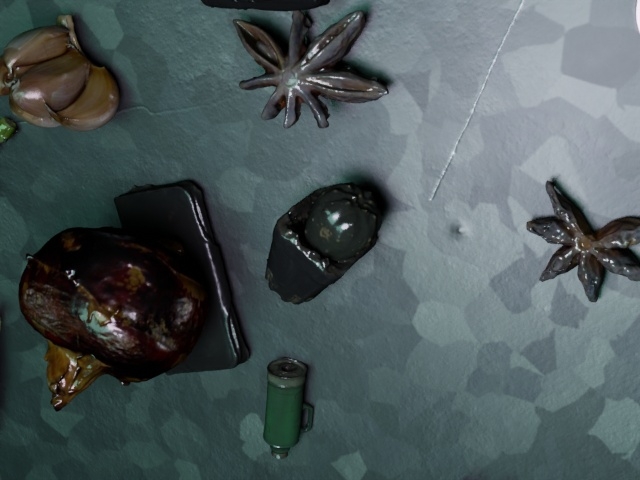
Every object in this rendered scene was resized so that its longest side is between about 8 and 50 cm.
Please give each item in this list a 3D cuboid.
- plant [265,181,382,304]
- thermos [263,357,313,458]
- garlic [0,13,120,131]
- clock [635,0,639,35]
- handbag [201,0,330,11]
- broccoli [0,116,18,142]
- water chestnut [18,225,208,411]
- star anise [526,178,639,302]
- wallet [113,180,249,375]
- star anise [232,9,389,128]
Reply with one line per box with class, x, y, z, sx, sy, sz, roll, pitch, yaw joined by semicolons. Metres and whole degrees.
plant;0.000;0.000;1.804;0.142;0.164;0.256;47;131;4
thermos;-0.066;0.316;1.996;0.073;0.083;0.187;26;120;39
garlic;-0.481;-0.275;1.933;0.214;0.191;0.160;53;146;-13
clock;0.585;-0.328;1.463;0.290;0.080;0.275;-27;95;31
handbag;-0.093;-0.504;1.703;0.244;0.088;0.275;7;106;25
broccoli;-0.673;-0.169;2.098;0.204;0.122;0.118;-40;104;16
water chestnut;-0.377;0.138;1.880;0.335;0.335;0.346;20;84;18
star anise;0.414;0.017;1.670;0.208;0.063;0.171;24;117;15
wallet;-0.260;0.072;2.007;0.197;0.051;0.377;-10;103;30
star anise;-0.017;-0.277;1.747;0.258;0.111;0.198;-4;91;19
